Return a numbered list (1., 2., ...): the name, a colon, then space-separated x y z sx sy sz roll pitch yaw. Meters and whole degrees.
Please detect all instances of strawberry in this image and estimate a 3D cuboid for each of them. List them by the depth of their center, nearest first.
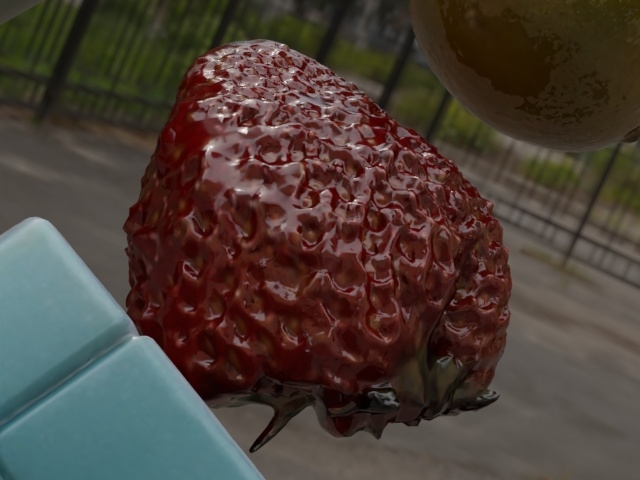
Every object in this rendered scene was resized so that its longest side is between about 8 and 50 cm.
1. strawberry: -0.004 -0.001 1.105 0.261 0.257 0.261 6 2 0

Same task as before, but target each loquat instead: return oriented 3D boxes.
1. loquat: 0.176 -0.180 1.223 0.244 0.244 0.244 23 8 -4

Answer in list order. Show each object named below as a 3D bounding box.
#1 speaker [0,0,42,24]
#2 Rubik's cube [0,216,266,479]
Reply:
1. speaker: -0.288 -0.284 1.080 0.406 0.184 0.183 32 33 -57
2. Rubik's cube: -0.186 0.238 0.914 0.322 0.316 0.319 51 -24 10
